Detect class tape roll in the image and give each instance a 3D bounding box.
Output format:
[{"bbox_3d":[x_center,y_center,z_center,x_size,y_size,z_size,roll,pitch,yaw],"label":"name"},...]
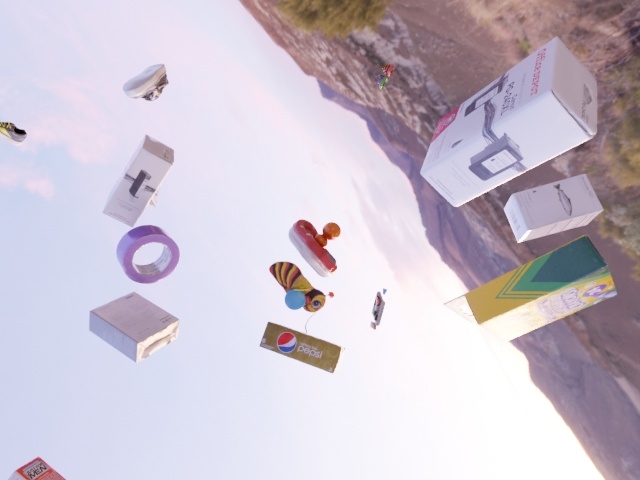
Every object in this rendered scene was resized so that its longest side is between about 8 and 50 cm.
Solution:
[{"bbox_3d":[-0.583,0.047,1.449,0.080,0.189,0.189,36,180,43],"label":"tape roll"}]

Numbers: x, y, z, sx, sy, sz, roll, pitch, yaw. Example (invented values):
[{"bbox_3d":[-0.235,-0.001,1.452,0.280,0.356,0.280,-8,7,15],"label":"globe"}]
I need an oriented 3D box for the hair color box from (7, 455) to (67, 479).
[{"bbox_3d":[-0.367,0.393,0.581,0.167,0.093,0.053,37,176,5],"label":"hair color box"}]

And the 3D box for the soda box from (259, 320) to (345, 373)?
[{"bbox_3d":[-0.040,0.239,0.960,0.058,0.181,0.061,52,-125,-70],"label":"soda box"}]

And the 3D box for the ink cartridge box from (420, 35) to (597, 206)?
[{"bbox_3d":[0.188,-0.117,0.437,0.063,0.150,0.109,39,-128,-15],"label":"ink cartridge box"}]

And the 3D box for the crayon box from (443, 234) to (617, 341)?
[{"bbox_3d":[0.469,0.132,0.959,0.203,0.323,0.083,31,-145,-46],"label":"crayon box"}]

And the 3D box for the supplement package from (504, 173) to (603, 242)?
[{"bbox_3d":[0.578,-0.078,1.073,0.105,0.179,0.105,60,-165,-68],"label":"supplement package"}]

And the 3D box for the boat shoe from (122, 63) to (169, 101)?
[{"bbox_3d":[-0.467,-0.424,1.177,0.219,0.077,0.070,-83,-17,-53],"label":"boat shoe"}]

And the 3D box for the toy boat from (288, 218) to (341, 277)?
[{"bbox_3d":[0.000,0.000,1.361,0.151,0.151,0.231,50,179,-35],"label":"toy boat"}]

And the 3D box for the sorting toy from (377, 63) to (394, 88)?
[{"bbox_3d":[0.242,-0.633,1.639,0.042,0.102,0.061,32,-178,7],"label":"sorting toy"}]

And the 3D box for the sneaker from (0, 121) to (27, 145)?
[{"bbox_3d":[-0.590,-0.211,0.793,0.083,0.035,0.031,34,-152,-58],"label":"sneaker"}]

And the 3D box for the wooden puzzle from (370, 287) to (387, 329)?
[{"bbox_3d":[0.140,0.168,1.057,0.014,0.116,0.078,12,-174,-6],"label":"wooden puzzle"}]

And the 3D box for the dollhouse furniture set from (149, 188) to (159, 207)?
[{"bbox_3d":[-0.723,-0.192,1.663,0.123,0.151,0.144,114,158,-66],"label":"dollhouse furniture set"}]

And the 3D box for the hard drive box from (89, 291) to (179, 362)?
[{"bbox_3d":[-0.636,0.289,1.466,0.232,0.089,0.181,25,-154,21],"label":"hard drive box"}]

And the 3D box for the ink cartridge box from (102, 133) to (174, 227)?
[{"bbox_3d":[-0.629,-0.213,1.490,0.114,0.273,0.197,31,-167,-29],"label":"ink cartridge box"}]

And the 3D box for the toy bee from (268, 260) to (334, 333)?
[{"bbox_3d":[-0.044,0.183,1.457,0.298,0.162,0.195,65,175,-21],"label":"toy bee"}]
